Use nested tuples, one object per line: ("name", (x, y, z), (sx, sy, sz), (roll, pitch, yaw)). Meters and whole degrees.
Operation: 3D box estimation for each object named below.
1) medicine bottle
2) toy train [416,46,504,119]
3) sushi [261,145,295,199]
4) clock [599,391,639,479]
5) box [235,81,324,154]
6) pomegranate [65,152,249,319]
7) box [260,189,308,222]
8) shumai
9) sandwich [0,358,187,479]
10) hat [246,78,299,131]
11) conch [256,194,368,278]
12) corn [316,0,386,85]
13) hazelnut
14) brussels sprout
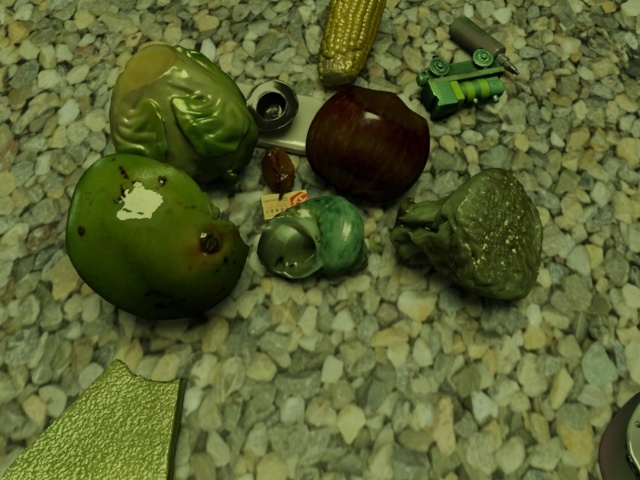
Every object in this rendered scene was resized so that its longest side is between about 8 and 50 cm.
("medicine bottle", (0.383, -0.442, 1.531), (0.058, 0.057, 0.199), (-33, 65, -21))
("toy train", (0.313, -0.343, 1.460), (0.200, 0.083, 0.132), (-14, 72, -11))
("sushi", (-0.085, -0.137, 1.322), (0.052, 0.055, 0.120), (-11, 51, -26))
("clock", (0.623, 0.364, 1.032), (0.339, 0.102, 0.338), (2, 59, -3))
("box", (-0.141, -0.267, 1.405), (0.285, 0.044, 0.142), (12, 61, 4))
("pomegranate", (-0.304, 0.015, 1.106), (0.359, 0.310, 0.216), (0, 59, 37))
("box", (-0.068, -0.067, 1.303), (0.093, 0.015, 0.058), (-8, 58, -7))
("shumai", (0.271, -0.008, 1.223), (0.261, 0.222, 0.225), (37, 70, -24))
("sandwich", (-0.345, 0.291, 1.050), (0.245, 0.063, 0.212), (3, 55, -2))
("hat", (-0.097, -0.269, 1.357), (0.121, 0.050, 0.121), (0, 73, 1))
("conch", (-0.002, -0.001, 1.208), (0.188, 0.122, 0.175), (23, 81, 13))
("corn", (0.073, -0.495, 1.505), (0.130, 0.130, 0.346), (13, 63, 4))
("hazelnut", (0.088, -0.184, 1.275), (0.234, 0.218, 0.218), (27, 61, 13))
("brussels sprout", (-0.258, -0.213, 1.247), (0.260, 0.294, 0.227), (-21, 41, 10))
